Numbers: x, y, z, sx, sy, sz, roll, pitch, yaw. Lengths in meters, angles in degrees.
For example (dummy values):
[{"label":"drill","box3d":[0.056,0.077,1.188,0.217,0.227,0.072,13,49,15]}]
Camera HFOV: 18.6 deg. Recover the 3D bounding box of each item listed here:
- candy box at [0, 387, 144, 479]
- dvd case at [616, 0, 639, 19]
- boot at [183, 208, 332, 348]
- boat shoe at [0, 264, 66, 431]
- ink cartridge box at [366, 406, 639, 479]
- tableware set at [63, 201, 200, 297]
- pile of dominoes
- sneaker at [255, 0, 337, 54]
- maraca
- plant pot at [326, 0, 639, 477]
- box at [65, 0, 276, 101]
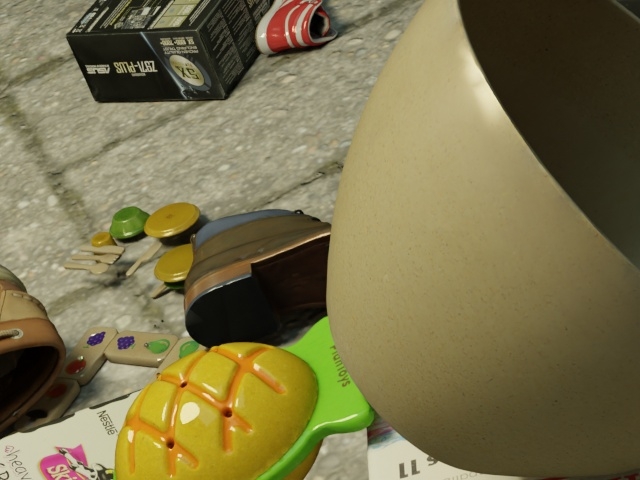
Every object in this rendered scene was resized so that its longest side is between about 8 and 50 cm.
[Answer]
[{"label":"candy box","box3d":[-0.182,0.198,1.212,0.233,0.071,0.159,-19,42,-17]},{"label":"dvd case","box3d":[0.353,-0.228,1.556,0.179,0.029,0.239,-34,16,-19]},{"label":"boot","box3d":[0.000,0.000,1.436,0.219,0.082,0.106,-16,36,2]},{"label":"boat shoe","box3d":[-0.318,0.143,1.381,0.324,0.123,0.116,-44,50,-17]},{"label":"ink cartridge box","box3d":[0.138,0.139,1.134,0.207,0.119,0.353,-14,34,8]},{"label":"tableware set","box3d":[-0.121,0.006,1.556,0.154,0.024,0.104,3,37,34]},{"label":"pile of dominoes","box3d":[-0.153,0.139,1.366,0.196,0.040,0.251,3,41,32]},{"label":"sneaker","box3d":[-0.010,-0.216,1.787,0.067,0.042,0.118,-4,45,31]},{"label":"maraca","box3d":[-0.042,0.107,1.161,0.186,0.099,0.127,-29,37,5]},{"label":"plant pot","box3d":[0.113,0.014,1.016,0.191,0.284,0.284,-45,24,27]},{"label":"box","box3d":[-0.124,-0.211,1.810,0.147,0.077,0.180,0,39,29]}]
